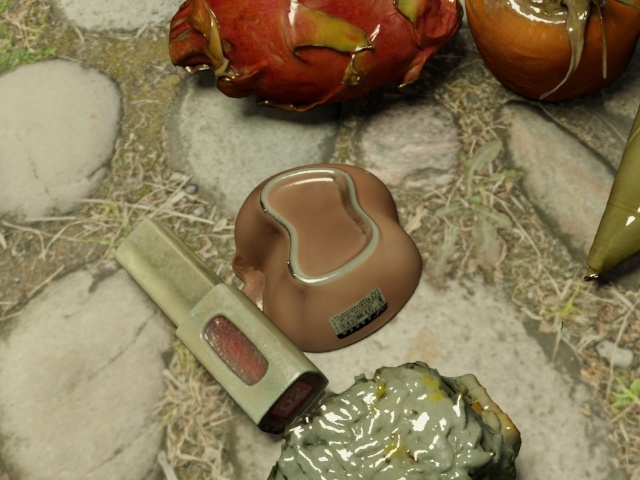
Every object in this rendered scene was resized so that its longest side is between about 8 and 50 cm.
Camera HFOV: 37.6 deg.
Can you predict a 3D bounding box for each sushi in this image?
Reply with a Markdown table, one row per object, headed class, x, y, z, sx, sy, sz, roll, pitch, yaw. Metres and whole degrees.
| class | x | y | z | sx | sy | sz | roll | pitch | yaw |
| --- | --- | --- | --- | --- | --- | --- | --- | --- | --- |
| sushi | 0.042 | 0.213 | 0.795 | 0.274 | 0.184 | 0.139 | -35 | 63 | -12 |

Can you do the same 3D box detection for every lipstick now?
| class | x | y | z | sx | sy | sz | roll | pitch | yaw |
| --- | --- | --- | --- | --- | --- | --- | --- | --- | --- |
| lipstick | -0.105 | 0.078 | 0.940 | 0.079 | 0.077 | 0.253 | -47 | 62 | 2 |

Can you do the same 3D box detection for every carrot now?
| class | x | y | z | sx | sy | sz | roll | pitch | yaw |
| --- | --- | --- | --- | --- | --- | --- | --- | --- | --- |
| carrot | 0.248 | -0.260 | 0.998 | 0.193 | 0.331 | 0.214 | 26 | 84 | 15 |

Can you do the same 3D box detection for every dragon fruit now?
| class | x | y | z | sx | sy | sz | roll | pitch | yaw |
| --- | --- | --- | --- | --- | --- | --- | --- | --- | --- |
| dragon fruit | -0.011 | -0.263 | 1.045 | 0.314 | 0.250 | 0.250 | 5 | 60 | 29 |

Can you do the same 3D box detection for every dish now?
| class | x | y | z | sx | sy | sz | roll | pitch | yaw |
| --- | --- | --- | --- | --- | --- | --- | --- | --- | --- |
| dish | 0.000 | 0.000 | 0.970 | 0.213 | 0.090 | 0.213 | -2 | 61 | 3 |

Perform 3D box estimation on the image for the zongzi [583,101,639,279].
| class | x | y | z | sx | sy | sz | roll | pitch | yaw |
| --- | --- | --- | --- | --- | --- | --- | --- | --- | --- |
| zongzi | 0.525 | -0.083 | 0.942 | 0.447 | 0.181 | 0.418 | 20 | 80 | 12 |
